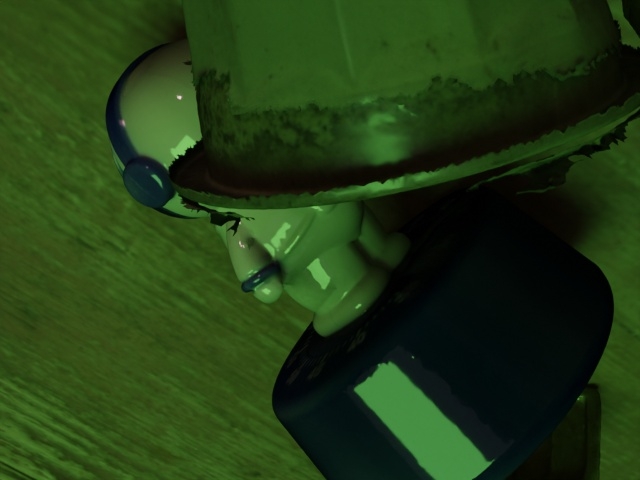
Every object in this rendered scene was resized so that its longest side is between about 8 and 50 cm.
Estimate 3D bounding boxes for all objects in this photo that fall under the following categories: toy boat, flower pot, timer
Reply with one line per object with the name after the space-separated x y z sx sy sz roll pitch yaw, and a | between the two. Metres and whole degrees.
0.182 0.205 0.996 0.188 0.116 0.061 -3 141 21 | toy boat
0.024 -0.169 0.538 0.290 0.290 0.259 -7 108 26 | flower pot
0.000 0.000 0.772 0.383 0.270 0.270 44 134 -8 | timer

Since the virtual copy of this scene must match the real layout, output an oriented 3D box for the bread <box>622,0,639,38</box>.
0.254 -0.153 0.580 0.156 0.117 0.064 2 135 17 | bread
